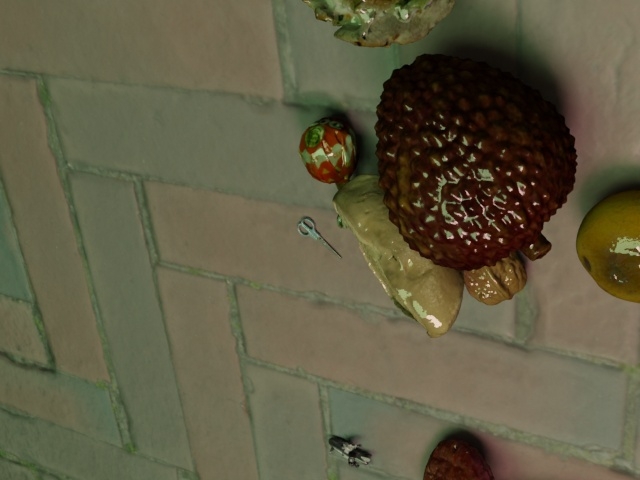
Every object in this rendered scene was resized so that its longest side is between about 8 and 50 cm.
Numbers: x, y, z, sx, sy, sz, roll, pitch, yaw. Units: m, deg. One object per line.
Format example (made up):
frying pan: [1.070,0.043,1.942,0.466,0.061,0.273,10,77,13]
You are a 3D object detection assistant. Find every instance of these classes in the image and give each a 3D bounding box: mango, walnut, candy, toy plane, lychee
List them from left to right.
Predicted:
toy plane: [0.048,0.356,1.659,0.083,0.031,0.078,22,143,17]
candy: [0.048,-0.044,1.374,0.078,0.084,0.288,-16,122,15]
lychee: [0.172,-0.090,1.135,0.236,0.236,0.271,-35,82,44]
walnut: [0.224,0.041,1.290,0.079,0.082,0.096,-33,108,14]
mango: [0.395,0.011,1.140,0.195,0.098,0.137,5,118,26]

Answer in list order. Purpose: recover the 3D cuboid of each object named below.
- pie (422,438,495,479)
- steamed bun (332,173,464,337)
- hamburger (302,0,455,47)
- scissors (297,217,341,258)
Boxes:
pie: [0.209,0.393,1.496,0.182,0.049,0.182,-179,90,-64]
steamed bun: [0.111,0.006,1.278,0.212,0.110,0.231,56,176,-18]
hamburger: [0.046,-0.341,1.092,0.288,0.192,0.168,49,134,33]
scissors: [0.000,0.000,1.466,0.083,0.006,0.036,43,136,2]
